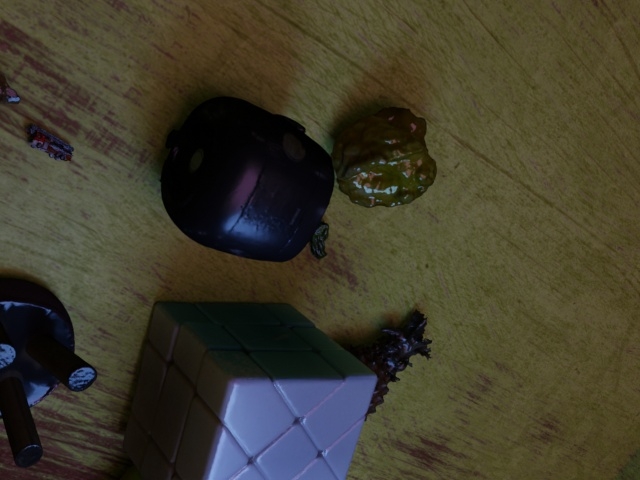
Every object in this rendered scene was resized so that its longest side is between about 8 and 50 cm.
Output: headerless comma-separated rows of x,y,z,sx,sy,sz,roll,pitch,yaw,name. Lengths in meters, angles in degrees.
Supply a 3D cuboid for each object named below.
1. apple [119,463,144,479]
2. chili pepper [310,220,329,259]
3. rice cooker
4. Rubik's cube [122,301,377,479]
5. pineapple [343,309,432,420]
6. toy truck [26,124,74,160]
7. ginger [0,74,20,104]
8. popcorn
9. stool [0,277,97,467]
-0.299,0.538,1.769,0.246,0.226,0.246,-26,138,-26,apple
-0.001,0.001,1.768,0.034,0.030,0.091,-36,140,-45,chili pepper
-0.129,-0.100,1.471,0.224,0.267,0.267,19,106,-34,rice cooker
-0.139,0.316,1.657,0.321,0.316,0.319,5,108,-36,Rubik's cube
0.107,0.281,1.948,0.361,0.175,0.175,-26,131,-39,pineapple
-0.418,-0.148,1.386,0.083,0.024,0.032,29,77,-44,toy truck
-0.498,-0.218,1.276,0.137,0.044,0.057,6,143,-31,ginger
0.115,-0.152,1.670,0.197,0.156,0.198,-3,134,-3,popcorn
-0.509,0.214,1.444,0.272,0.178,0.272,-18,128,-25,stool
